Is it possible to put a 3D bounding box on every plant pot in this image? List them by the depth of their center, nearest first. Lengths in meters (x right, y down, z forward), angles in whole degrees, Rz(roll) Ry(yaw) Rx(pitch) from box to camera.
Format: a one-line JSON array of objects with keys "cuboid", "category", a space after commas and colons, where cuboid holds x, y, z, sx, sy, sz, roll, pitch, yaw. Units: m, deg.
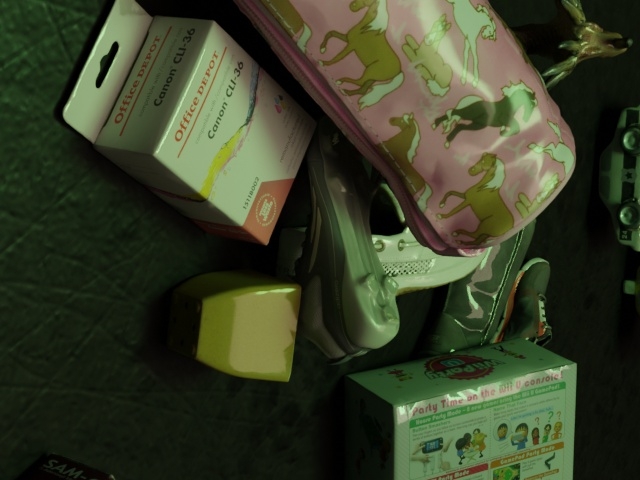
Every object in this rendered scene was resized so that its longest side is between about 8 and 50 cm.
[{"cuboid": [-0.076, 0.067, 1.029, 0.083, 0.081, 0.081, 4, 97, -37], "category": "plant pot"}]

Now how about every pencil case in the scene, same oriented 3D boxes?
[{"cuboid": [0.044, -0.157, 0.966, 0.386, 0.167, 0.160, 47, 18, -28], "category": "pencil case"}]

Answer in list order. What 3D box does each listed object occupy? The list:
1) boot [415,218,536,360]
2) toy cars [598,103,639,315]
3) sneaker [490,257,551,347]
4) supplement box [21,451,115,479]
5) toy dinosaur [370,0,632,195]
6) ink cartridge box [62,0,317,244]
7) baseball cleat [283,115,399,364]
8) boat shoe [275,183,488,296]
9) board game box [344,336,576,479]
[{"cuboid": [0.189, 0.070, 1.397, 0.189, 0.076, 0.208, 37, 63, -46], "category": "boot"}, {"cuboid": [0.429, -0.008, 1.694, 0.176, 0.087, 0.394, -57, 136, -35], "category": "toy cars"}, {"cuboid": [0.246, 0.096, 1.483, 0.061, 0.065, 0.158, 45, 64, -49], "category": "sneaker"}, {"cuboid": [-0.226, 0.275, 0.881, 0.239, 0.073, 0.130, -42, 131, -39], "category": "supplement box"}, {"cuboid": [0.145, -0.155, 1.162, 0.296, 0.200, 0.127, -48, 134, -34], "category": "toy dinosaur"}, {"cuboid": [-0.094, -0.090, 0.968, 0.198, 0.067, 0.115, 39, 67, -51], "category": "ink cartridge box"}, {"cuboid": [0.000, 0.000, 1.048, 0.072, 0.109, 0.206, 21, 49, -47], "category": "baseball cleat"}, {"cuboid": [0.066, -0.006, 1.181, 0.277, 0.098, 0.096, -20, 113, -47], "category": "boat shoe"}, {"cuboid": [0.141, 0.271, 1.296, 0.224, 0.097, 0.303, -9, 108, -29], "category": "board game box"}]
